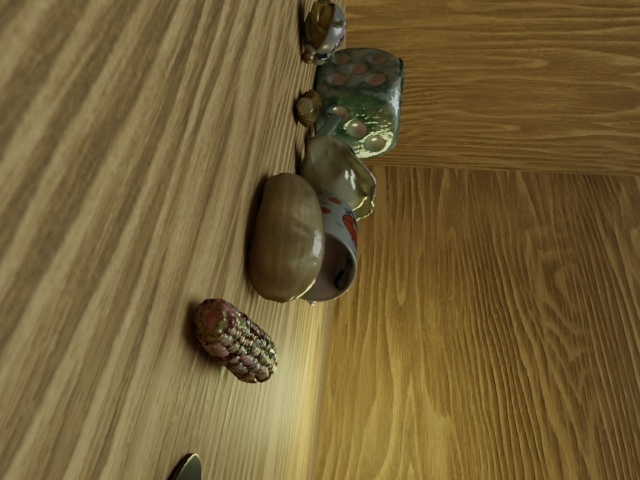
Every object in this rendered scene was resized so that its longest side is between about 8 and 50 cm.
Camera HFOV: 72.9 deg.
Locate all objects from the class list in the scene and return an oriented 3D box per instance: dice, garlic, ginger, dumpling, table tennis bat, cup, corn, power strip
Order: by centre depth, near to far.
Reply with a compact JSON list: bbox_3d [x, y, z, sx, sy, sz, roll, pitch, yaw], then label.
[{"bbox_3d":[-0.196,0.374,0.547,0.234,0.022,0.130,-63,157,-80],"label":"table tennis bat"},{"bbox_3d":[-0.133,0.169,0.697,0.280,0.092,0.092,72,22,-62],"label":"corn"},{"bbox_3d":[-0.086,-0.039,0.937,0.196,0.151,0.338,140,-47,-60],"label":"garlic"},{"bbox_3d":[0.000,0.000,1.243,0.317,0.213,0.212,-78,170,-63],"label":"cup"},{"bbox_3d":[-0.036,-0.401,1.312,0.190,0.069,0.095,-77,146,-53],"label":"ginger"},{"bbox_3d":[0.059,-0.179,1.416,0.181,0.260,0.340,-59,161,-60],"label":"dumpling"},{"bbox_3d":[-0.001,-0.361,1.581,0.215,0.061,0.145,-58,175,-44],"label":"power strip"},{"bbox_3d":[0.162,-0.552,1.758,0.327,0.349,0.330,82,12,-53],"label":"dice"}]

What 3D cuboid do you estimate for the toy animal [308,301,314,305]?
[{"bbox_3d":[-0.033,0.200,1.669,0.124,0.071,0.085,98,15,-62],"label":"toy animal"}]

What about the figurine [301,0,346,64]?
[{"bbox_3d":[0.005,-0.622,1.349,0.274,0.133,0.193,115,-7,-70],"label":"figurine"}]
